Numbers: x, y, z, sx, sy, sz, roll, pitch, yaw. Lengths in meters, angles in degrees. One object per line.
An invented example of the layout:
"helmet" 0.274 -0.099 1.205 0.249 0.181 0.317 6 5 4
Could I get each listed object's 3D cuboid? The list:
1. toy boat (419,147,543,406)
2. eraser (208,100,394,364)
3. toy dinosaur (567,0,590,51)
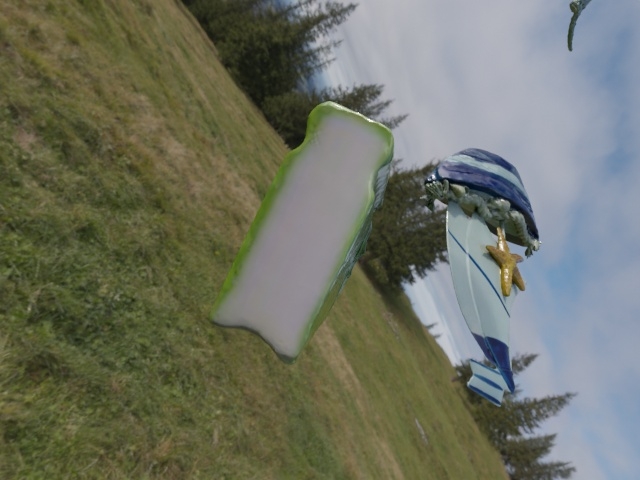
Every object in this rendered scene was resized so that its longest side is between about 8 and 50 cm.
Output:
"toy boat" 0.190 0.038 0.524 0.221 0.067 0.291 26 64 -32
"eraser" 0.000 0.000 0.480 0.092 0.210 0.274 26 1 7
"toy dinosaur" 0.461 -0.445 0.791 0.076 0.129 0.383 62 -2 10
